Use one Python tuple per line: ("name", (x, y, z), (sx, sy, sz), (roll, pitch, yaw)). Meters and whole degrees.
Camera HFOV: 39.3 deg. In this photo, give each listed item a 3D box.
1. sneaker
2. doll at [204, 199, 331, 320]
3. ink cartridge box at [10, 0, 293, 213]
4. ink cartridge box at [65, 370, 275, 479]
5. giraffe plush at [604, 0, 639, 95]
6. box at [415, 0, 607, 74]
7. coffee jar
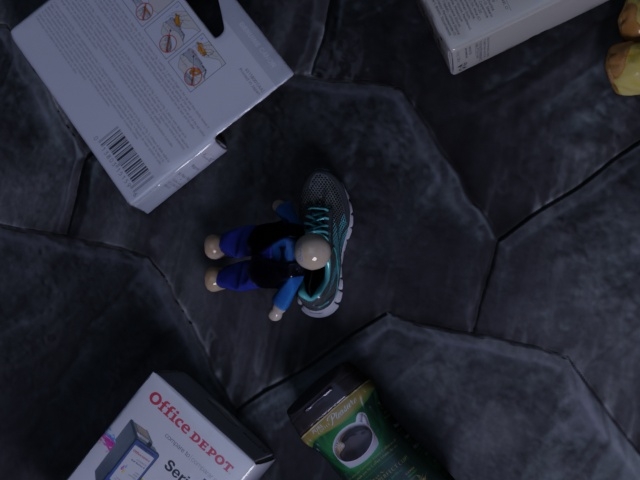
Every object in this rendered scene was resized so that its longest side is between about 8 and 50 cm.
("sneaker", (0.000, 0.000, 0.982), (0.065, 0.076, 0.166), (-1, 83, 10))
("doll", (-0.054, 0.021, 0.953), (0.189, 0.046, 0.129), (-10, 78, 49))
("ink cartridge box", (-0.196, -0.212, 1.054), (0.239, 0.060, 0.275), (-38, 77, 3))
("ink cartridge box", (-0.177, 0.268, 0.974), (0.154, 0.093, 0.212), (40, 90, 13))
("giraffe plush", (0.404, -0.207, 0.884), (0.210, 0.170, 0.181), (20, 87, 12))
("box", (0.242, -0.294, 0.964), (0.275, 0.094, 0.113), (-24, 80, 7))
("coffee jar", (0.053, 0.220, 0.943), (0.096, 0.079, 0.184), (-42, 79, 7))
